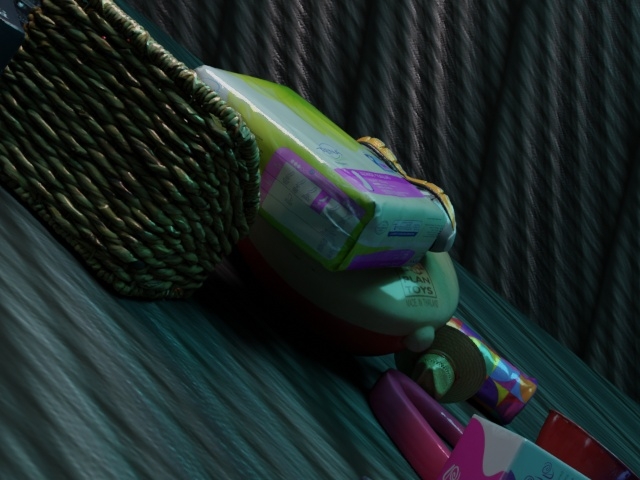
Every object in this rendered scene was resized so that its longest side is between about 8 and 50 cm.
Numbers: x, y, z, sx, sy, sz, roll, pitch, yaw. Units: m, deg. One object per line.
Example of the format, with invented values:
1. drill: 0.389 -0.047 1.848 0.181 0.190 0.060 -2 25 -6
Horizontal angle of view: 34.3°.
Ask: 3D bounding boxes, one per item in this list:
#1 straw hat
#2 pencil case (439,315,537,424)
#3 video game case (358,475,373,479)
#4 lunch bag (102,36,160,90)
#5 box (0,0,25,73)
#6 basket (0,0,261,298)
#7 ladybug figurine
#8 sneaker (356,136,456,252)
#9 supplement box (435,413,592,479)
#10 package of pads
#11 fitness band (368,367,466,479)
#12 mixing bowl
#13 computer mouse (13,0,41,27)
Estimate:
1. straw hat: 0.153 0.186 1.421 0.144 0.144 0.061 39 41 1
2. pencil case: 0.241 0.197 1.702 0.236 0.104 0.104 40 10 2
3. video game case: 0.160 0.336 0.958 0.274 0.026 0.196 33 11 -23
4. lunch bag: -0.309 -0.250 1.571 0.258 0.120 0.293 49 6 6
5. box: -0.460 -0.244 0.904 0.343 0.179 0.312 33 10 -30
6. basket: -0.196 -0.108 1.125 0.299 0.223 0.213 41 10 18
7. ladybug figurine: 0.011 0.004 1.429 0.305 0.162 0.449 6 36 -37
8. sneaker: 0.088 -0.052 1.345 0.083 0.084 0.215 -17 46 -39
9. supplement box: 0.239 0.290 1.089 0.220 0.111 0.114 34 -6 -20
10. package of pads: -0.018 -0.082 1.225 0.296 0.101 0.229 40 17 21
11. fitness band: 0.169 0.263 1.273 0.209 0.054 0.291 27 13 -38
12. mixing bowl: 0.359 0.331 1.443 0.181 0.098 0.181 41 -5 5
13. computer mouse: -0.488 -0.332 1.576 0.188 0.072 0.272 38 22 -13
